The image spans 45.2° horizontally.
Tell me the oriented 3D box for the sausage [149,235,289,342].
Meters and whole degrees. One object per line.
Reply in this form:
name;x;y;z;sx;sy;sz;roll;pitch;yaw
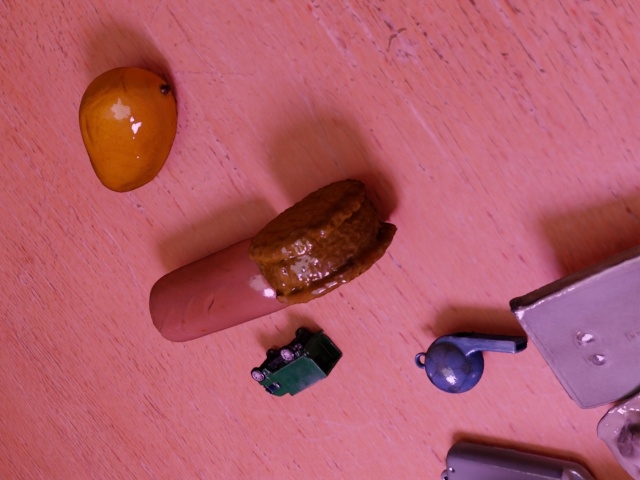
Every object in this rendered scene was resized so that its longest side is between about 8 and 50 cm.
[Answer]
sausage;-0.159;0.080;1.214;0.304;0.121;0.121;-21;104;40

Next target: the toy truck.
toy truck;-0.044;0.200;1.247;0.079;0.065;0.147;49;132;-6

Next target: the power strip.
power strip;0.353;0.089;0.891;0.213;0.065;0.198;-26;114;26

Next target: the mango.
mango;-0.297;-0.164;1.167;0.147;0.109;0.227;23;132;-10

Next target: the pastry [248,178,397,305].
pastry;0.000;0.000;1.020;0.188;0.189;0.103;-22;107;41

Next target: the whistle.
whistle;0.200;0.168;1.046;0.157;0.090;0.090;1;118;33

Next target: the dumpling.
dumpling;0.412;0.236;0.918;0.150;0.093;0.176;9;148;14

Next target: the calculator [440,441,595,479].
calculator;0.291;0.371;1.134;0.246;0.045;0.141;1;118;34
